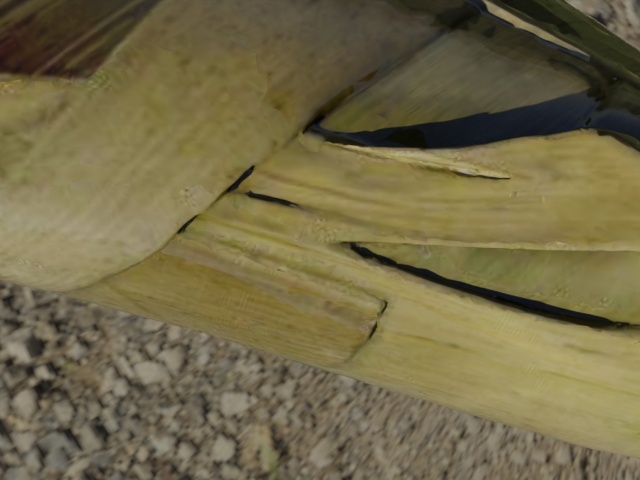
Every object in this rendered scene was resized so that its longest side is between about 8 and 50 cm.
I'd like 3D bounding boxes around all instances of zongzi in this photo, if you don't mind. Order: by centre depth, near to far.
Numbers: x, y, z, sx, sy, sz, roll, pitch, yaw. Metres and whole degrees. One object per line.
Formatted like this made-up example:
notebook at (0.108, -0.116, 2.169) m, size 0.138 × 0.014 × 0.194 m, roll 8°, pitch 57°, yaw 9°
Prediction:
zongzi at (-0.006, 0.018, 0.670) m, size 0.500 × 0.467 × 0.218 m, roll 34°, pitch 129°, yaw 21°
